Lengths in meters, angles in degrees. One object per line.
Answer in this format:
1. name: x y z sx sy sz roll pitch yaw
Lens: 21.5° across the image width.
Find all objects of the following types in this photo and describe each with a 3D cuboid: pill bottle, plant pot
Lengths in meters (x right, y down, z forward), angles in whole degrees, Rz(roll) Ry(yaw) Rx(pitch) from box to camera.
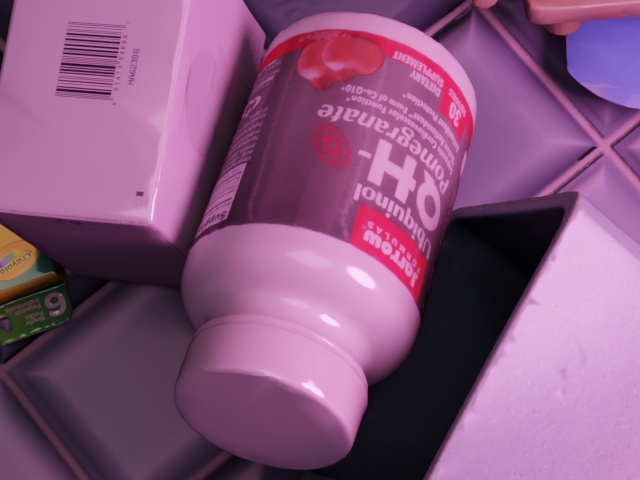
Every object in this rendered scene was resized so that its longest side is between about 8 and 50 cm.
1. pill bottle: 0.000 0.000 1.242 0.176 0.176 0.318 15 56 4
2. plant pot: 0.179 0.139 1.231 0.252 0.247 0.248 32 79 -13

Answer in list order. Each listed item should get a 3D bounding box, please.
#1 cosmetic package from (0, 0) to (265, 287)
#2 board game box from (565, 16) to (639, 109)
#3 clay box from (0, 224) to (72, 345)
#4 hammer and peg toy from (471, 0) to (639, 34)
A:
1. cosmetic package: -0.143 -0.097 1.284 0.138 0.225 0.224 5 77 13
2. board game box: 0.268 -0.179 1.404 0.133 0.033 0.169 0 70 1
3. clay box: -0.292 -0.021 1.361 0.127 0.053 0.222 -21 77 -3
4. hammer and peg toy: 0.222 -0.283 1.357 0.361 0.127 0.266 -6 64 0
